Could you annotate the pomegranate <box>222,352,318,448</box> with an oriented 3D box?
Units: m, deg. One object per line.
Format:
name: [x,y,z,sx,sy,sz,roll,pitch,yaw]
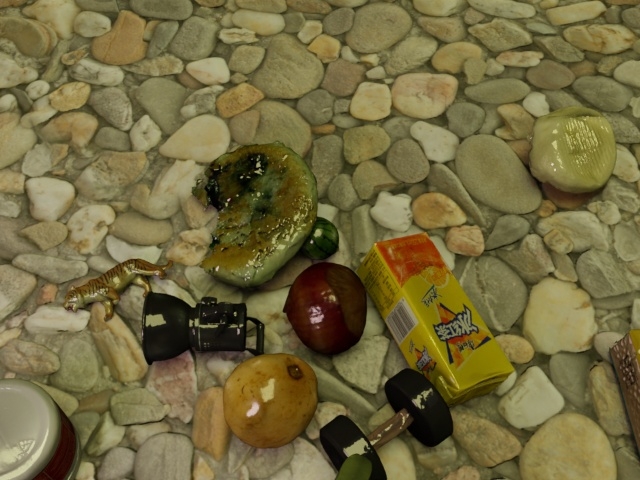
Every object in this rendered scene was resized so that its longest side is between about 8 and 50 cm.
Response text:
pomegranate: [-0.101,0.304,1.406,0.196,0.196,0.196,1,59,-2]

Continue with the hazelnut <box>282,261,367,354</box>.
hazelnut: [0.016,0.131,1.537,0.170,0.160,0.201,22,22,-4]

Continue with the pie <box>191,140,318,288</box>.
pie: [-0.143,-0.069,1.639,0.297,0.078,0.371,-20,55,12]

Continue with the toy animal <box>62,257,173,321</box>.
toy animal: [-0.429,0.093,1.585,0.241,0.056,0.099,-33,65,-20]

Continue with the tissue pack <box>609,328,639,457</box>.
tissue pack: [0.707,0.308,1.454,0.192,0.134,0.270,-3,59,-5]

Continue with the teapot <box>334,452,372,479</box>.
teapot: [-0.003,0.532,1.181,0.322,0.239,0.239,-36,80,2]

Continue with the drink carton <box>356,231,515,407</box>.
drink carton: [0.229,0.159,1.521,0.155,0.111,0.351,-11,58,-31]

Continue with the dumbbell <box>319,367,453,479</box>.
dumbbell: [0.123,0.357,1.392,0.218,0.152,0.152,-31,65,-19]

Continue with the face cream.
face cream: [-0.551,0.370,1.335,0.201,0.187,0.201,1,59,-2]

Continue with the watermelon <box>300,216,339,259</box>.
watermelon: [-0.005,-0.001,1.638,0.109,0.109,0.109,1,59,-2]

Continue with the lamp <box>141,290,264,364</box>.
lamp: [-0.230,0.170,1.482,0.228,0.172,0.147,-1,57,-1]

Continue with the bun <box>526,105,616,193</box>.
bun: [0.588,-0.213,1.770,0.230,0.145,0.229,5,79,-25]
